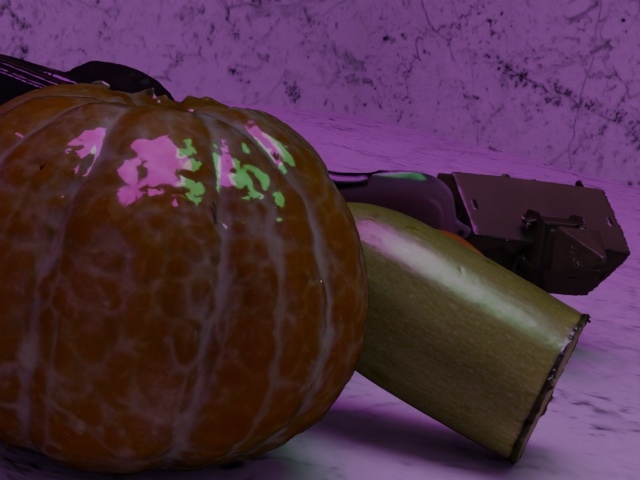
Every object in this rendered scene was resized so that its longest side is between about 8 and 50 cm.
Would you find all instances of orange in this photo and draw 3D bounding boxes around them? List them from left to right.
[{"bbox_3d":[-0.128,0.020,1.061,0.329,0.249,0.329,10,5,-1],"label":"orange"}]

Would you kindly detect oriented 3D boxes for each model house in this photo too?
[{"bbox_3d":[0.224,0.025,1.584,0.181,0.176,0.248,6,5,-18],"label":"model house"}]

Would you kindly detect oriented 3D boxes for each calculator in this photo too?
[{"bbox_3d":[0.000,0.001,1.537,0.294,0.194,0.043,-2,49,5],"label":"calculator"}]

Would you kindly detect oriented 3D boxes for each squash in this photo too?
[{"bbox_3d":[0.073,0.057,1.205,0.247,0.132,0.132,29,14,12],"label":"squash"}]

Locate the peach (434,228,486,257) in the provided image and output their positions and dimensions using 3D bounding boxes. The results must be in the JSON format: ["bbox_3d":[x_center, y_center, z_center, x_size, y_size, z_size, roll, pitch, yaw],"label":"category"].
[{"bbox_3d":[0.098,0.053,1.465,0.138,0.138,0.138,9,9,-1],"label":"peach"}]

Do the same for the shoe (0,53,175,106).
[{"bbox_3d":[-0.398,-0.188,2.277,0.384,0.171,0.237,12,16,10],"label":"shoe"}]
